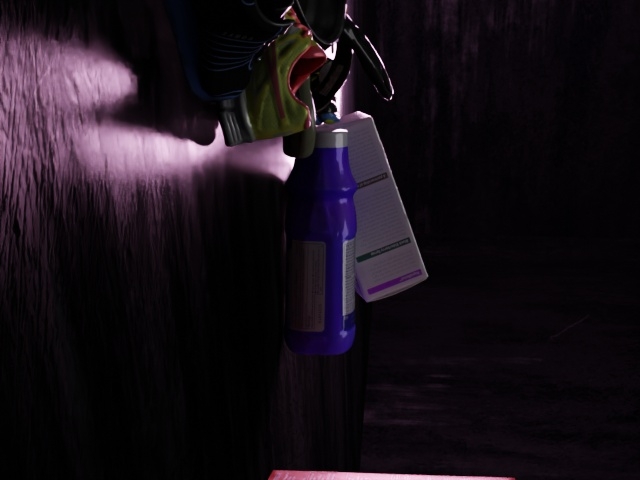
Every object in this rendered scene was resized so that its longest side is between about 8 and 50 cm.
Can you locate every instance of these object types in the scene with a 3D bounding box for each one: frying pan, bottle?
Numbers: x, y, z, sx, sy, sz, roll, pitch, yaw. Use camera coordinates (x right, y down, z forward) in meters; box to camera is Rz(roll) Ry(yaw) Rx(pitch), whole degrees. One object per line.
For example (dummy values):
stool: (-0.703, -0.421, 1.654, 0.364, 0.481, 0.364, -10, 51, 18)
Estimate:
frying pan: (0.006, -0.297, 1.673, 0.326, 0.053, 0.197, 33, 53, -66)
bottle: (0.000, 0.000, 1.868, 0.118, 0.092, 0.283, -72, 163, -80)

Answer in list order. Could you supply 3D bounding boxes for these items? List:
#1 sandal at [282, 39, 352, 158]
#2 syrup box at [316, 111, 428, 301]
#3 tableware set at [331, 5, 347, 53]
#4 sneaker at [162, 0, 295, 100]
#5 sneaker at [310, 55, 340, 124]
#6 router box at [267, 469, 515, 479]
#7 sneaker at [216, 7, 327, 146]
sandal: (-0.003, -0.207, 1.761, 0.120, 0.086, 0.303, 88, 1, -46)
syrup box: (0.056, -0.046, 1.970, 0.093, 0.096, 0.237, -135, -155, -76)
tableware set: (0.003, -0.313, 1.911, 0.154, 0.024, 0.104, -125, -151, -59)
sneaker: (-0.060, -0.167, 1.111, 0.232, 0.090, 0.081, 74, 18, -73)
sneaker: (-0.011, -0.198, 1.874, 0.188, 0.067, 0.078, -93, 180, -62)
router box: (0.082, 0.449, 1.756, 0.082, 0.301, 0.335, -18, 110, -85)
sneaker: (-0.040, -0.180, 1.330, 0.081, 0.094, 0.208, 73, 18, -71)
